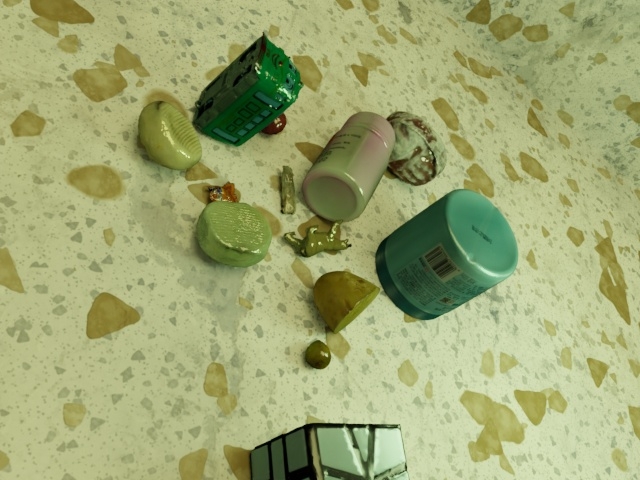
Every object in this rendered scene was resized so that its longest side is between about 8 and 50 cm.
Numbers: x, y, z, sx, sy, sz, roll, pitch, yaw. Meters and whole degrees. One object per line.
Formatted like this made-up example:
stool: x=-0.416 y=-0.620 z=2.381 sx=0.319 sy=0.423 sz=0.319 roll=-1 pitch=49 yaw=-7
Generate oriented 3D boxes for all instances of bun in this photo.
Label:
bun: x=-0.440 y=-0.287 z=1.861 sx=0.222 sy=0.128 sz=0.222 roll=50 pitch=16 yaw=-21
bun: x=-0.244 y=-0.012 z=1.838 sx=0.221 sy=0.108 sz=0.221 roll=21 pitch=44 yaw=-22

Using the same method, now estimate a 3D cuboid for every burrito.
burrito: x=-0.103 y=-0.159 z=2.087 sx=0.051 sy=0.042 sz=0.171 roll=20 pitch=53 yaw=-40

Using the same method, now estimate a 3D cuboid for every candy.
candy: x=0.329 y=-0.334 z=2.412 sx=0.289 sy=0.214 sz=0.157 roll=49 pitch=46 yaw=-6

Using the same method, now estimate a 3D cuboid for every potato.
potato: x=0.054 y=0.162 z=1.925 sx=0.158 sy=0.178 sz=0.203 roll=40 pitch=58 yaw=13

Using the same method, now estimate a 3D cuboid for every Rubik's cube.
Rubik's cube: x=0.025 y=0.596 z=1.530 sx=0.289 sy=0.283 sz=0.293 roll=10 pitch=56 yaw=-34

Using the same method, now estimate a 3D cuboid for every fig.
fig: x=-0.006 y=0.315 z=1.836 sx=0.074 sy=0.074 sz=0.088 roll=25 pitch=35 yaw=-23

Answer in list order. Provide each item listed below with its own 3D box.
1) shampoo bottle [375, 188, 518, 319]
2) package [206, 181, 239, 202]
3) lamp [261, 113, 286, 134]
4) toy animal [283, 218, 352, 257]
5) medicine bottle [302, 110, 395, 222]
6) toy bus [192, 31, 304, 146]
shampoo bottle: x=0.411 y=0.048 z=2.138 sx=0.331 sy=0.343 sz=0.331 roll=19 pitch=53 yaw=-27
package: x=-0.285 y=-0.138 z=1.937 sx=0.111 sy=0.033 sz=0.077 roll=-1 pitch=53 yaw=-43
lamp: x=-0.161 y=-0.392 z=2.160 sx=0.101 sy=0.090 sz=0.101 roll=-5 pitch=48 yaw=5
toy animal: x=0.000 y=0.000 z=2.041 sx=0.219 sy=0.103 sz=0.100 roll=-16 pitch=93 yaw=-45
medicine bottle: x=0.105 y=-0.254 z=2.182 sx=0.219 sy=0.219 sz=0.388 roll=39 pitch=46 yaw=-11
toy bus: x=-0.214 y=-0.436 z=1.979 sx=0.199 sy=0.344 sz=0.183 roll=32 pitch=47 yaw=-30
